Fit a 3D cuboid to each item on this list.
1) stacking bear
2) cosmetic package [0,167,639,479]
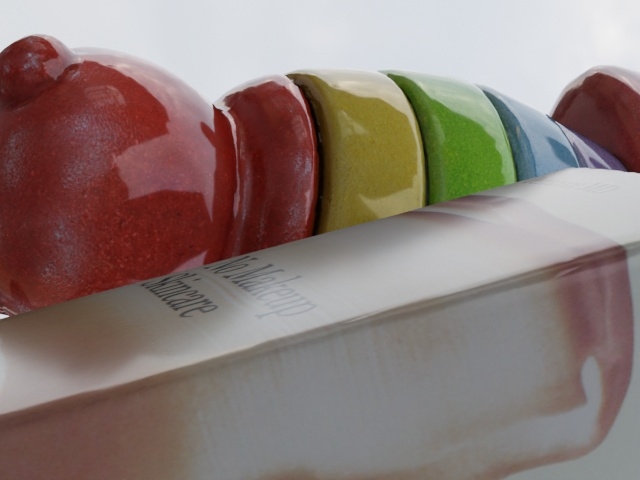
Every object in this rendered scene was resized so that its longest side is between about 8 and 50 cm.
[{"bbox_3d":[0.000,0.000,0.683,0.175,0.289,0.164,-70,-154,18],"label":"stacking bear"},{"bbox_3d":[-0.022,0.077,0.504,0.153,0.296,0.129,-162,-121,-73],"label":"cosmetic package"}]
